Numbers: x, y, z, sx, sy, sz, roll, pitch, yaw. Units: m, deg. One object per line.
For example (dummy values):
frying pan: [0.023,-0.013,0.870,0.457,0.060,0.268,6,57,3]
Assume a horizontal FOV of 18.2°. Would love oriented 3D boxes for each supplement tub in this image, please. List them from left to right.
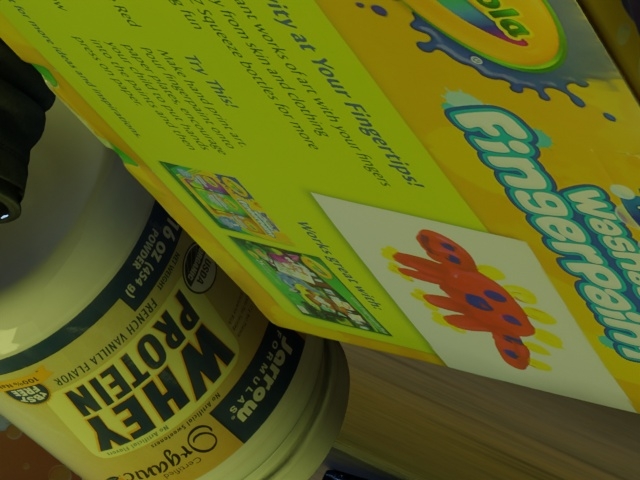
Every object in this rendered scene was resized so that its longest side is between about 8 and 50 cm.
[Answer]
supplement tub: [-0.138,0.053,1.438,0.228,0.228,0.316,9,153,41]

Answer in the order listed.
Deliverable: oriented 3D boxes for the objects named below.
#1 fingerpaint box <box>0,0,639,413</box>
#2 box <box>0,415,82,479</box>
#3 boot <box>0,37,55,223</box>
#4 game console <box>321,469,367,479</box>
fingerpaint box: [0.049,-0.099,0.928,0.371,0.163,0.445,12,155,38]
box: [-0.255,0.155,1.851,0.345,0.215,0.168,26,160,2]
boot: [-0.276,-0.165,1.085,0.338,0.223,0.118,26,161,2]
game console: [0.047,0.278,1.985,0.122,0.071,0.107,12,155,37]
